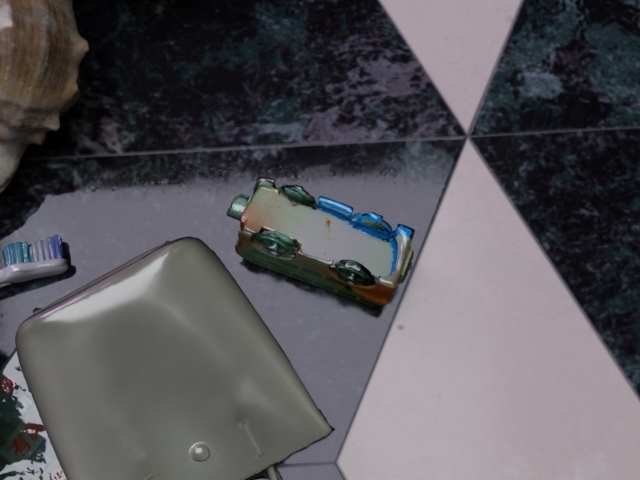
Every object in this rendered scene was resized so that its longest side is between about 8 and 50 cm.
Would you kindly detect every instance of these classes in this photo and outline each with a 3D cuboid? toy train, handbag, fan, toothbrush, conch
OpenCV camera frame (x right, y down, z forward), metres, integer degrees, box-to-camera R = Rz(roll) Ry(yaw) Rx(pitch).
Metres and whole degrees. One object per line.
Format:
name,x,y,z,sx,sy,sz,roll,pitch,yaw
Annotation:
toy train,0.000,0.000,0.880,0.188,0.099,0.072,20,74,5
handbag,-0.127,0.169,0.823,0.241,0.109,0.315,-29,81,-10
fan,-0.186,0.161,0.880,0.294,0.012,0.223,6,74,0
toothbrush,-0.453,0.050,0.841,0.417,0.042,0.040,-11,71,-19
conch,-0.407,-0.163,0.853,0.352,0.210,0.297,16,96,-29
